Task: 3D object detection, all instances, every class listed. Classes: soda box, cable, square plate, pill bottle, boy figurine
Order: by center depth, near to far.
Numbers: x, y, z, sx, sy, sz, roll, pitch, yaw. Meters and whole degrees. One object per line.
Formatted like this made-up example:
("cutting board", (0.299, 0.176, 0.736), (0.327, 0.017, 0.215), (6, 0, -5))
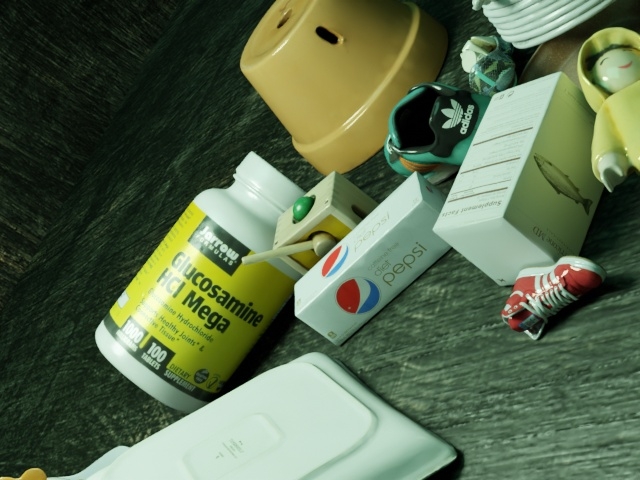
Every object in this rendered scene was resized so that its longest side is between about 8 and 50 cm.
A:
("boy figurine", (0.315, -0.112, 0.980), (0.177, 0.092, 0.285), (-31, 31, 9))
("square plate", (-0.082, 0.231, 1.127), (0.344, 0.049, 0.347), (-28, 18, -14))
("cable", (0.299, -0.317, 1.240), (0.257, 0.089, 0.257), (-29, 13, 20))
("soda box", (0.066, 0.023, 1.302), (0.216, 0.074, 0.069), (-44, 24, 22))
("pill bottle", (-0.138, 0.053, 1.508), (0.334, 0.188, 0.188), (-53, 22, 1))

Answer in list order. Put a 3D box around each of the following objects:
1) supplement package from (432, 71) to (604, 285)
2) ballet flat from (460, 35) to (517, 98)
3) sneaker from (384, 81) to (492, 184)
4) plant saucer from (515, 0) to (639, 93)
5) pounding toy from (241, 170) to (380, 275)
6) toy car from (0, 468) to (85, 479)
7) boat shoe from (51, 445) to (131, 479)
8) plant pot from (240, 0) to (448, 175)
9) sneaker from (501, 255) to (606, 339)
("supplement package", (0.209, -0.059, 1.103), (0.105, 0.105, 0.179), (-13, 46, 55))
("ballet flat", (0.203, -0.222, 1.357), (0.070, 0.070, 0.188), (-46, 11, 17))
("sneaker", (0.126, -0.135, 1.313), (0.302, 0.121, 0.108), (0, 72, 71))
("plant saucer", (0.296, -0.192, 1.218), (0.198, 0.036, 0.199), (-42, 26, 26))
("pounding toy", (0.000, 0.000, 1.377), (0.130, 0.141, 0.100), (-39, 27, 31))
("toy car", (-0.277, 0.333, 1.308), (0.210, 0.238, 0.219), (-51, 23, 4))
("boat shoe", (-0.307, 0.362, 1.528), (0.258, 0.084, 0.095), (-28, 53, 35))
("plant pot", (0.018, -0.270, 1.655), (0.291, 0.203, 0.291), (-42, 26, 26))
("sneaker", (0.211, 0.054, 1.017), (0.067, 0.042, 0.118), (-58, 15, -22))
